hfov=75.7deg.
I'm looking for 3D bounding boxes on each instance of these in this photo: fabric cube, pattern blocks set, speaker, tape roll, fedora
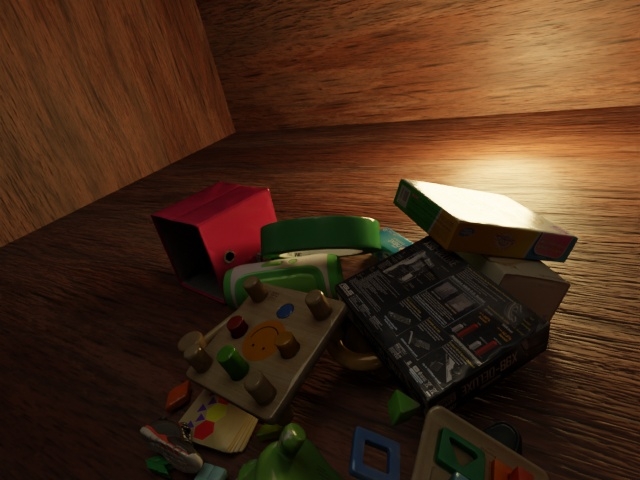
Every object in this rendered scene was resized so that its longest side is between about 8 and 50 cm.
[{"bbox_3d":[-0.296,-0.006,1.243,0.258,0.254,0.258,12,35,41],"label":"fabric cube"},{"bbox_3d":[-0.184,0.328,0.816,0.285,0.026,0.325,7,34,34],"label":"pattern blocks set"},{"bbox_3d":[-0.093,0.110,1.070,0.296,0.131,0.131,-8,28,9],"label":"speaker"},{"bbox_3d":[0.000,0.000,1.106,0.320,0.077,0.321,-3,-8,0],"label":"tape roll"},{"bbox_3d":[0.105,0.198,0.850,0.194,0.079,0.194,-13,36,10],"label":"fedora"}]

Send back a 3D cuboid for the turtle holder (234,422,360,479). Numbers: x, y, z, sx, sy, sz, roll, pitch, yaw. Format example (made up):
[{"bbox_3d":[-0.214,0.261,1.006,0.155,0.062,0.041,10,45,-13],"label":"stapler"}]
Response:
[{"bbox_3d":[-0.040,0.360,0.472,0.227,0.243,0.320,-48,48,-6],"label":"turtle holder"}]

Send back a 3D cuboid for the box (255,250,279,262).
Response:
[{"bbox_3d":[-0.125,0.049,1.232,0.027,0.094,0.137,2,31,42],"label":"box"}]

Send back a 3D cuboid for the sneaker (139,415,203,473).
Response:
[{"bbox_3d":[-0.252,0.347,0.725,0.157,0.061,0.064,9,29,35],"label":"sneaker"}]

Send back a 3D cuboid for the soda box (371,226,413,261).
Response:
[{"bbox_3d":[0.215,0.037,1.134,0.071,0.067,0.210,-22,29,-16],"label":"soda box"}]

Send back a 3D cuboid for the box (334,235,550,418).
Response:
[{"bbox_3d":[0.202,0.136,0.757,0.242,0.077,0.307,-27,38,-13],"label":"box"}]

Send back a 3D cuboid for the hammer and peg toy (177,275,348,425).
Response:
[{"bbox_3d":[-0.143,0.187,0.836,0.361,0.128,0.266,7,47,41],"label":"hammer and peg toy"}]

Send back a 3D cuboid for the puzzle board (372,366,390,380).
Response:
[{"bbox_3d":[0.127,0.234,0.871,0.096,0.011,0.128,-28,30,-23],"label":"puzzle board"}]

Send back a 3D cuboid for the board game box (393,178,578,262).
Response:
[{"bbox_3d":[0.356,-0.048,0.917,0.316,0.064,0.242,6,26,-21],"label":"board game box"}]

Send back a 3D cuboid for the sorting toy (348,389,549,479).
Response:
[{"bbox_3d":[0.203,0.307,0.494,0.347,0.047,0.196,30,30,12],"label":"sorting toy"}]

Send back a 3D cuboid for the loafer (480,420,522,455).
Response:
[{"bbox_3d":[0.213,0.331,0.581,0.223,0.078,0.076,-30,32,-28],"label":"loafer"}]

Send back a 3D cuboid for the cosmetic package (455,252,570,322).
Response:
[{"bbox_3d":[0.379,0.051,0.935,0.160,0.113,0.309,9,24,-14],"label":"cosmetic package"}]
